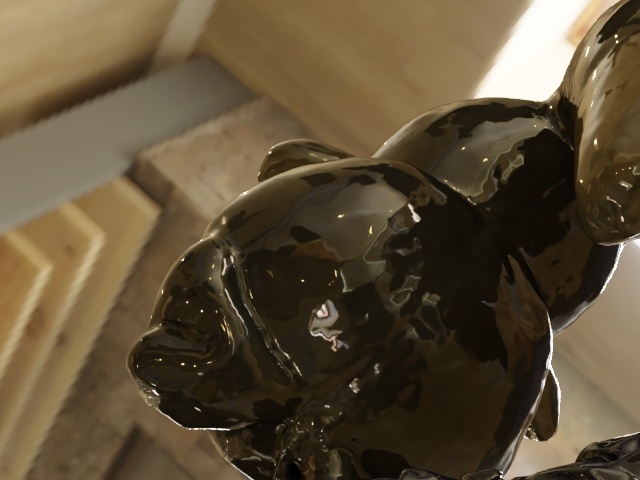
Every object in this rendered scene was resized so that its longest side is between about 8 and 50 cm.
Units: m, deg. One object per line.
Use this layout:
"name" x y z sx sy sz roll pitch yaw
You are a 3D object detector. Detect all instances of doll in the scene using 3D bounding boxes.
"doll" 0.073 -0.003 0.899 0.382 0.252 0.379 -48 -9 -51

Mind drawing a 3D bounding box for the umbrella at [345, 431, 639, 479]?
"umbrella" 0.046 0.114 0.620 0.248 0.071 0.071 -5 -19 -1
